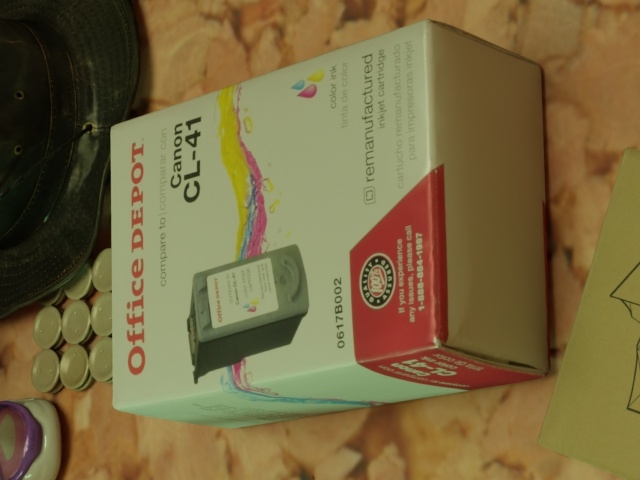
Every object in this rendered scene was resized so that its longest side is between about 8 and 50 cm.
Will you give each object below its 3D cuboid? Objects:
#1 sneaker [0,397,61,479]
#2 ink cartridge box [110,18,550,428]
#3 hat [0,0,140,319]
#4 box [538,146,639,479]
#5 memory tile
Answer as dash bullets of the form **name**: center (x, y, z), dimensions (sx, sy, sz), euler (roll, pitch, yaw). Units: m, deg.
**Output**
- **sneaker**: center (-0.325, 0.179, 1.607), dimensions (0.236, 0.104, 0.095), euler (-19, 69, 40)
- **ink cartridge box**: center (0.000, 0.000, 1.331), dimensions (0.306, 0.131, 0.226), euler (-14, 71, 39)
- **hat**: center (-0.300, -0.102, 1.623), dimensions (0.331, 0.134, 0.331), euler (-15, 68, 43)
- **box**: center (0.226, 0.055, 1.182), dimensions (0.164, 0.021, 0.201), euler (19, 93, 44)
- **memory tile**: center (-0.184, 0.064, 1.565), dimensions (0.148, 0.012, 0.113), euler (-13, 71, 40)
